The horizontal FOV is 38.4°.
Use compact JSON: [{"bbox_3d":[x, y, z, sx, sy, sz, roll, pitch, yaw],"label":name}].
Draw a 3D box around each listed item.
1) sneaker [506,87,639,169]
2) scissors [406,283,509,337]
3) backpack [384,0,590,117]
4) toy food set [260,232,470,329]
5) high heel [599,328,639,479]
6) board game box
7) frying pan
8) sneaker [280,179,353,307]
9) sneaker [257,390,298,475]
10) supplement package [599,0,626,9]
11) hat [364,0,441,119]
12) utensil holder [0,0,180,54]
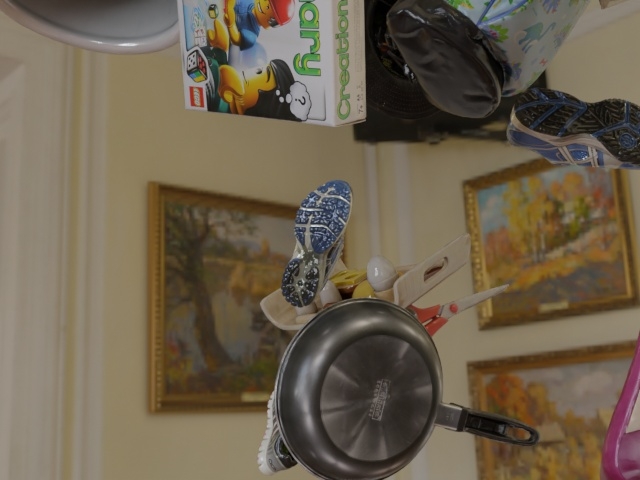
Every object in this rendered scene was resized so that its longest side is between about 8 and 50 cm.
[{"bbox_3d":[0.330,-0.129,1.134,0.211,0.080,0.081,17,-23,-3],"label":"sneaker"},{"bbox_3d":[0.209,0.115,1.576,0.297,0.109,0.021,-35,-2,-30],"label":"scissors"},{"bbox_3d":[0.288,-0.390,1.383,0.273,0.356,0.290,17,-14,26],"label":"backpack"},{"bbox_3d":[0.074,0.057,1.538,0.306,0.093,0.219,-9,15,43],"label":"toy food set"},{"bbox_3d":[0.373,0.165,1.052,0.082,0.244,0.117,18,-26,-9],"label":"high heel"},{"bbox_3d":[-0.051,-0.262,0.818,0.192,0.306,0.053,12,22,38],"label":"board game box"},{"bbox_3d":[0.093,0.199,0.969,0.326,0.197,0.053,42,-15,-19],"label":"frying pan"},{"bbox_3d":[0.000,0.000,0.938,0.052,0.135,0.058,27,14,16],"label":"sneaker"},{"bbox_3d":[-0.052,0.315,1.559,0.074,0.171,0.063,-13,-40,37],"label":"sneaker"},{"bbox_3d":[0.384,-0.390,0.945,0.261,0.204,0.145,-18,-1,20],"label":"supplement package"},{"bbox_3d":[0.145,-0.385,1.606,0.331,0.332,0.134,4,14,-26],"label":"hat"},{"bbox_3d":[-0.328,-0.539,1.434,0.327,0.386,0.328,6,-21,2],"label":"utensil holder"}]
